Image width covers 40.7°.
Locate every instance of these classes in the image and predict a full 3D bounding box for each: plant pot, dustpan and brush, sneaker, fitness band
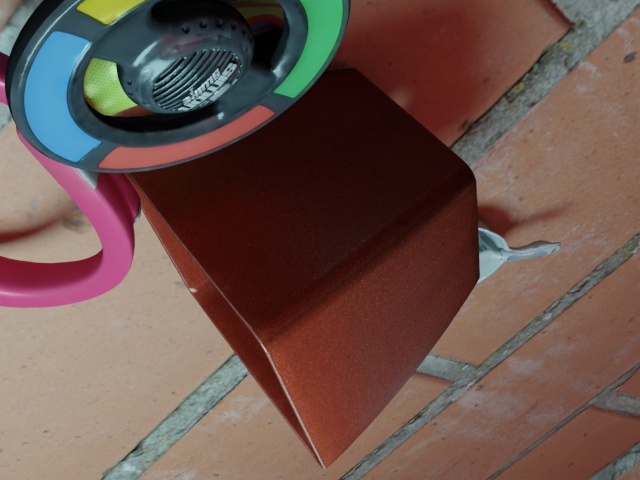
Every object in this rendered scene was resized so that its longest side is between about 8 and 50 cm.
[{"bbox_3d":[0.000,0.000,0.801,0.236,0.267,0.267,-35,146,-12],"label":"plant pot"},{"bbox_3d":[0.210,0.016,1.113,0.211,0.060,0.147,-16,142,-18],"label":"dustpan and brush"},{"bbox_3d":[-0.098,-0.145,0.673,0.209,0.094,0.081,-26,146,-3],"label":"sneaker"},{"bbox_3d":[-0.265,-0.040,0.670,0.209,0.054,0.290,-10,143,11],"label":"fitness band"}]

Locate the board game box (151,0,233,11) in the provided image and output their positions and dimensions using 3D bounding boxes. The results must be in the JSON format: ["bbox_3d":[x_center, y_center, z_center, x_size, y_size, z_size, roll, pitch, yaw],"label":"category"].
[{"bbox_3d":[-0.070,-0.289,0.459,0.254,0.079,0.336,-23,143,-10],"label":"board game box"}]

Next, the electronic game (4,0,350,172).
[{"bbox_3d":[-0.085,-0.116,0.556,0.229,0.048,0.229,-24,160,-9],"label":"electronic game"}]
